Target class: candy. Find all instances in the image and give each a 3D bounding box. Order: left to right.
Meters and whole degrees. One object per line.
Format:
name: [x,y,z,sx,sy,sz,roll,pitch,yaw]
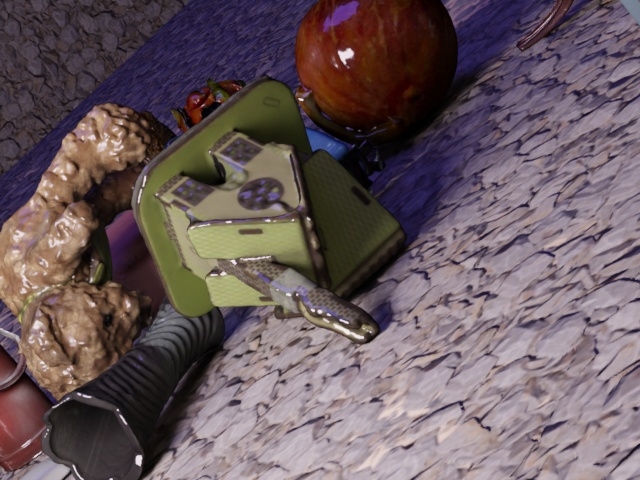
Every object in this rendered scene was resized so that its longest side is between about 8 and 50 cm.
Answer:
candy: [-0.191,0.006,2.086,0.255,0.094,0.255,-35,16,12]

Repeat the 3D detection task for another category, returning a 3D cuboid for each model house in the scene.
model house: [0.000,0.000,1.608,0.279,0.205,0.218,26,57,38]

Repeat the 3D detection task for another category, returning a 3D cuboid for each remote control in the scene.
remote control: [-0.333,0.289,1.728,0.184,0.027,0.050,-45,16,-20]

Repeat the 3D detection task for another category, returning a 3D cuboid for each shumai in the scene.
shumai: [-0.258,-0.126,2.587,0.105,0.123,0.139,-50,29,0]

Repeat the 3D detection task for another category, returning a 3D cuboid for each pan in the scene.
pan: [0.299,-0.288,1.897,0.212,0.040,0.115,-35,25,21]

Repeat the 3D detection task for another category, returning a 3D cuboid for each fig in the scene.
fig: [0.064,-0.202,1.956,0.205,0.205,0.205,-35,16,11]

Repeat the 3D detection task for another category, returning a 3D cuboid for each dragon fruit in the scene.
dragon fruit: [-0.153,-0.168,2.488,0.175,0.142,0.138,-96,16,-50]

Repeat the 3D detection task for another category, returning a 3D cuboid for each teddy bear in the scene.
teddy bear: [-0.241,0.022,1.850,0.296,0.222,0.246,-46,-21,-23]

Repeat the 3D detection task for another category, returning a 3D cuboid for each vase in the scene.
vase: [-0.175,0.138,1.677,0.115,0.115,0.237,-28,13,33]

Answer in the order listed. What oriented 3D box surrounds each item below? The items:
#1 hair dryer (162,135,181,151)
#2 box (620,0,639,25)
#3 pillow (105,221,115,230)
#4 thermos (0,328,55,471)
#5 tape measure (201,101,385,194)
hair dryer: [-0.124,-0.084,2.259,0.199,0.067,0.167,-4,-30,-18]
box: [0.363,-0.245,1.437,0.227,0.162,0.130,-41,5,-12]
pillow: [-0.293,0.020,2.362,0.141,0.055,0.208,-44,13,12]
thermos: [-0.396,0.147,1.892,0.124,0.232,0.099,-29,19,36]
tape measure: [-0.111,-0.070,1.925,0.215,0.098,0.351,-45,36,-18]
